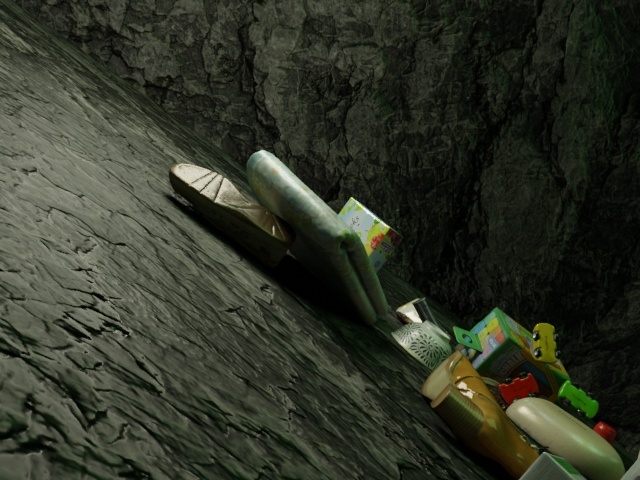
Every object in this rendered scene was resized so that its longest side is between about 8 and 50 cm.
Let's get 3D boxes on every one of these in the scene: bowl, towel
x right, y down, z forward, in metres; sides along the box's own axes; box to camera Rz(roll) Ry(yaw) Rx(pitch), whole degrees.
[{"bbox_3d":[0.263,0.248,1.659,0.170,0.080,0.170,36,6,-4],"label":"bowl"},{"bbox_3d":[0.000,0.000,1.491,0.320,0.090,0.374,41,-12,35],"label":"towel"}]

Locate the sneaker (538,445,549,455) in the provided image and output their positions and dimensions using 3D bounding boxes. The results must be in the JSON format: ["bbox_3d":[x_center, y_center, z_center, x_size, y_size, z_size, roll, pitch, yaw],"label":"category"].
[{"bbox_3d":[0.406,0.413,1.261,0.038,0.069,0.098,31,8,-42],"label":"sneaker"}]

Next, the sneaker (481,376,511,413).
[{"bbox_3d":[0.433,0.393,1.611,0.188,0.066,0.071,36,11,-4],"label":"sneaker"}]

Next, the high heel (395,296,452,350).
[{"bbox_3d":[0.299,0.262,1.952,0.186,0.093,0.261,63,-7,5],"label":"high heel"}]

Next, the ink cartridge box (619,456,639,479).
[{"bbox_3d":[0.640,0.521,1.220,0.066,0.189,0.232,34,6,-35],"label":"ink cartridge box"}]

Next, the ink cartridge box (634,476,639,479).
[{"bbox_3d":[0.853,0.548,1.567,0.119,0.354,0.207,-15,34,-23],"label":"ink cartridge box"}]

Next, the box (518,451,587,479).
[{"bbox_3d":[0.339,0.376,0.986,0.087,0.102,0.101,44,8,39],"label":"box"}]

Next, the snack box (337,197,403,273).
[{"bbox_3d":[0.081,0.022,1.708,0.070,0.207,0.174,32,9,-44],"label":"snack box"}]

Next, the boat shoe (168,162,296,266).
[{"bbox_3d":[-0.188,-0.049,1.358,0.285,0.089,0.104,35,32,1],"label":"boat shoe"}]

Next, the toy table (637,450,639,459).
[{"bbox_3d":[0.700,0.529,1.365,0.161,0.252,0.274,41,27,10],"label":"toy table"}]

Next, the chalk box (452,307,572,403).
[{"bbox_3d":[0.474,0.312,1.779,0.289,0.179,0.180,37,19,-11],"label":"chalk box"}]

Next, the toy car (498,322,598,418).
[{"bbox_3d":[0.553,0.345,1.620,0.225,0.239,0.053,38,-25,5],"label":"toy car"}]

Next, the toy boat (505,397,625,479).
[{"bbox_3d":[0.549,0.465,1.486,0.318,0.148,0.267,21,11,-45],"label":"toy boat"}]

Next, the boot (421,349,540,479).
[{"bbox_3d":[0.294,0.323,1.236,0.211,0.104,0.295,43,11,3],"label":"boot"}]
